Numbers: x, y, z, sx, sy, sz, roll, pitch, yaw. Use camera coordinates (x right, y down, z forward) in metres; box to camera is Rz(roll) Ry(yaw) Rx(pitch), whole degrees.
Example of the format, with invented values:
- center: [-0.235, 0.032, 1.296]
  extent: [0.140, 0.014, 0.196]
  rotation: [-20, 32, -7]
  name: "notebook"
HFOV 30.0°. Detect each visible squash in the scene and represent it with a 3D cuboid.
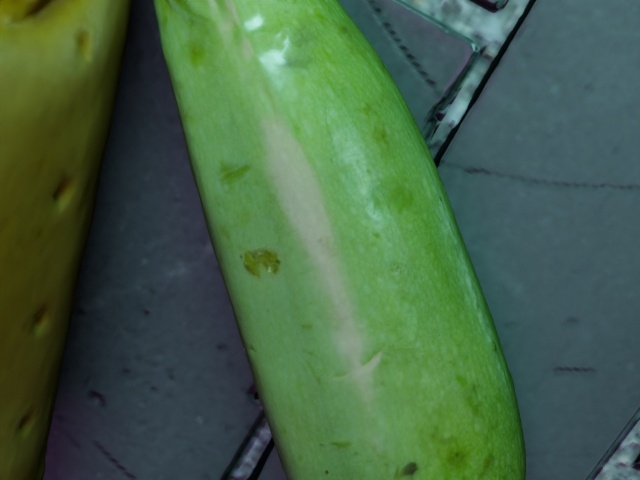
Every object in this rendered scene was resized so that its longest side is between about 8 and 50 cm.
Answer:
- center: [0.007, -0.002, 0.540]
  extent: [0.118, 0.118, 0.371]
  rotation: [-15, 105, 12]
  name: "squash"

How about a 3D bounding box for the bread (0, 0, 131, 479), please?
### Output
- center: [-0.270, -0.055, 0.475]
  extent: [0.361, 0.250, 0.394]
  rotation: [16, 112, 0]
  name: "bread"
